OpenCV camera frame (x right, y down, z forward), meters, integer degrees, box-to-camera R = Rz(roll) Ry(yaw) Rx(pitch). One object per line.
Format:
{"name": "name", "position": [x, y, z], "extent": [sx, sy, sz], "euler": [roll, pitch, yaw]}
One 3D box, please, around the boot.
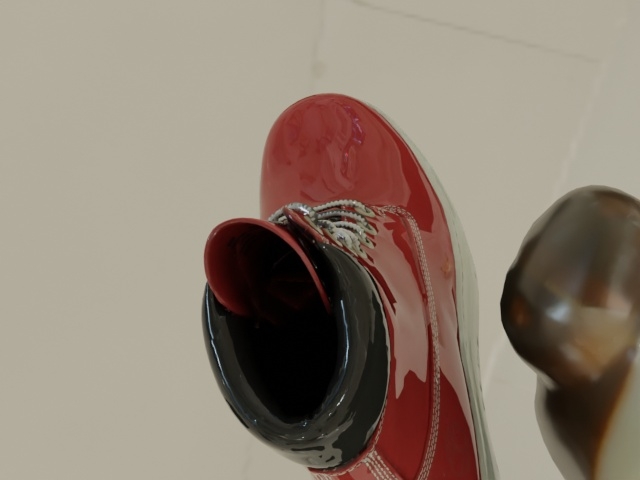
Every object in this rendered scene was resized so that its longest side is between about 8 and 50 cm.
{"name": "boot", "position": [0.000, 0.000, 0.679], "extent": [0.088, 0.244, 0.176], "euler": [-22, 140, 12]}

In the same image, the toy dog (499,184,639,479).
{"name": "toy dog", "position": [0.242, 0.043, 0.581], "extent": [0.285, 0.408, 0.395], "euler": [12, 70, -36]}
